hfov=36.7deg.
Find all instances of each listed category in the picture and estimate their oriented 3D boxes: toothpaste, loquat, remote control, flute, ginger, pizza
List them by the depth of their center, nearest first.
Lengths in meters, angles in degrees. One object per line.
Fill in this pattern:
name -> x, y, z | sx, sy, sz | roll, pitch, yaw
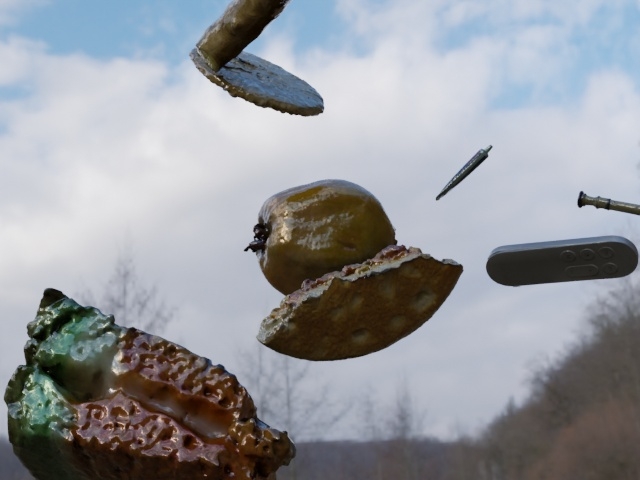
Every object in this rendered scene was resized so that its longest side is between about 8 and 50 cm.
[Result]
pizza -> 0.047, 0.071, 1.084 | 0.246, 0.058, 0.127 | -29, -58, -9
ginger -> -0.074, -0.317, 1.258 | 0.299, 0.065, 0.118 | -33, 8, 43
flute -> 0.481, -0.038, 1.380 | 0.233, 0.027, 0.027 | 15, -8, 33
loquat -> 0.000, 0.000, 1.458 | 0.234, 0.187, 0.176 | -6, -33, -8
remote control -> 0.389, 0.035, 1.565 | 0.245, 0.022, 0.077 | -6, -57, 26
toothpaste -> 0.259, -0.122, 1.742 | 0.140, 0.021, 0.037 | -45, -12, 15

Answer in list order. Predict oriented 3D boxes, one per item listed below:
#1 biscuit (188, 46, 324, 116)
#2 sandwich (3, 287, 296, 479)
biscuit -> -0.093, -0.240, 1.442 | 0.219, 0.220, 0.033 | 10, -63, -32
sandwich -> -0.117, 0.182, 0.767 | 0.212, 0.109, 0.292 | 12, -40, 17
